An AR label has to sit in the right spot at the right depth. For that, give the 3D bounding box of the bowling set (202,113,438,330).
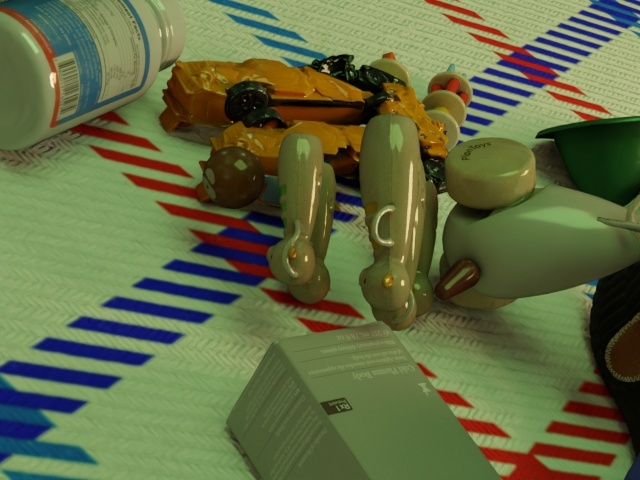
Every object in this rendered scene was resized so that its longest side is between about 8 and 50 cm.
[{"bbox_3d":[0.000,0.000,1.181,0.200,0.287,0.154,0,78,12],"label":"bowling set"}]

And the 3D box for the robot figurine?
[{"bbox_3d":[-0.001,-0.103,1.356,0.291,0.085,0.211,1,45,-34],"label":"robot figurine"}]

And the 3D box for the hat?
[{"bbox_3d":[0.337,-0.043,1.568,0.208,0.173,0.184,-4,88,-66],"label":"hat"}]

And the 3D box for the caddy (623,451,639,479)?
[{"bbox_3d":[0.368,0.214,1.034,0.241,0.341,0.179,23,18,-10],"label":"caddy"}]

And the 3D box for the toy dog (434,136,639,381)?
[{"bbox_3d":[0.232,0.018,1.210,0.161,0.333,0.220,-54,126,-47],"label":"toy dog"}]

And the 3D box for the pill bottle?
[{"bbox_3d":[-0.221,-0.169,1.243,0.124,0.124,0.221,39,35,12],"label":"pill bottle"}]

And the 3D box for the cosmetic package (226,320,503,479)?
[{"bbox_3d":[0.049,0.183,1.024,0.127,0.107,0.238,-6,46,-44],"label":"cosmetic package"}]

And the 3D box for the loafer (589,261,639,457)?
[{"bbox_3d":[0.353,0.135,1.295,0.130,0.134,0.366,18,46,-24],"label":"loafer"}]

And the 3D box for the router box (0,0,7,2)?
[{"bbox_3d":[-0.333,-0.381,1.238,0.301,0.335,0.082,33,34,5],"label":"router box"}]

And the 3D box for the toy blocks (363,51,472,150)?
[{"bbox_3d":[0.109,-0.171,1.545,0.123,0.054,0.148,28,35,-4],"label":"toy blocks"}]
